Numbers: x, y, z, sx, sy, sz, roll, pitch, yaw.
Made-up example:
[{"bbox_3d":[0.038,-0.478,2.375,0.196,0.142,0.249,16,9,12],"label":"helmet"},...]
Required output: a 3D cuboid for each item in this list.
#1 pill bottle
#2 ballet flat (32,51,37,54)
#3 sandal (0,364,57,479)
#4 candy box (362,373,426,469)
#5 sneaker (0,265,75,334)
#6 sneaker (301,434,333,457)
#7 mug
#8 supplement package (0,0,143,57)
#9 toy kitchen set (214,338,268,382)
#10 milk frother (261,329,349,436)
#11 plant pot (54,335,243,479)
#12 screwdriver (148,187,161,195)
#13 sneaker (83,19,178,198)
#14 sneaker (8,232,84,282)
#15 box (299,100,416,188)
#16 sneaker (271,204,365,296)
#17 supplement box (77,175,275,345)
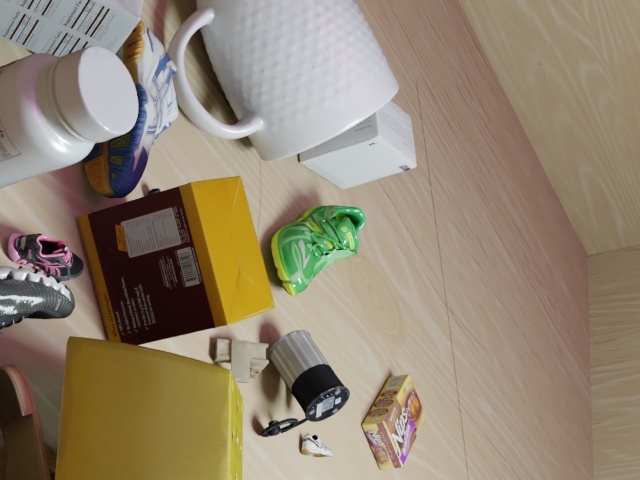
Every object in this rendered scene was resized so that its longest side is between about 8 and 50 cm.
[{"bbox_3d":[-0.330,-0.141,1.140,0.131,0.229,0.131,38,45,-51],"label":"pill bottle"},{"bbox_3d":[-0.342,-0.328,1.387,0.072,0.068,0.213,54,34,-36],"label":"ballet flat"},{"bbox_3d":[-0.315,0.256,1.135,0.079,0.088,0.240,-1,73,-56],"label":"sandal"},{"bbox_3d":[0.151,0.364,2.013,0.109,0.053,0.186,68,27,-15],"label":"candy box"},{"bbox_3d":[-0.377,0.077,1.122,0.234,0.078,0.106,25,58,-52],"label":"sneaker"},{"bbox_3d":[-0.003,0.359,1.743,0.083,0.032,0.037,32,51,-55],"label":"sneaker"},{"bbox_3d":[-0.093,-0.319,1.687,0.374,0.276,0.328,-38,108,-28],"label":"mug"},{"bbox_3d":[-0.332,-0.351,1.252,0.203,0.149,0.194,22,55,-26],"label":"supplement package"},{"bbox_3d":[-0.132,0.203,1.574,0.083,0.075,0.068,8,60,-18],"label":"toy kitchen set"},{"bbox_3d":[-0.051,0.244,1.649,0.143,0.129,0.134,-7,44,-35],"label":"milk frother"},{"bbox_3d":[-0.191,0.241,1.186,0.212,0.187,0.212,86,1,-66],"label":"plant pot"},{"bbox_3d":[-0.228,0.002,1.506,0.025,0.024,0.169,-22,105,-33],"label":"screwdriver"},{"bbox_3d":[-0.254,-0.179,1.435,0.131,0.112,0.296,41,44,-49],"label":"sneaker"},{"bbox_3d":[-0.333,0.019,1.250,0.119,0.057,0.047,31,49,-56],"label":"sneaker"},{"bbox_3d":[0.073,-0.203,1.994,0.181,0.182,0.119,28,51,-56],"label":"box"},{"bbox_3d":[0.000,0.000,1.820,0.109,0.124,0.295,67,29,-18],"label":"sneaker"},{"bbox_3d":[-0.195,0.031,1.353,0.129,0.194,0.191,-16,91,-63],"label":"supplement box"}]
